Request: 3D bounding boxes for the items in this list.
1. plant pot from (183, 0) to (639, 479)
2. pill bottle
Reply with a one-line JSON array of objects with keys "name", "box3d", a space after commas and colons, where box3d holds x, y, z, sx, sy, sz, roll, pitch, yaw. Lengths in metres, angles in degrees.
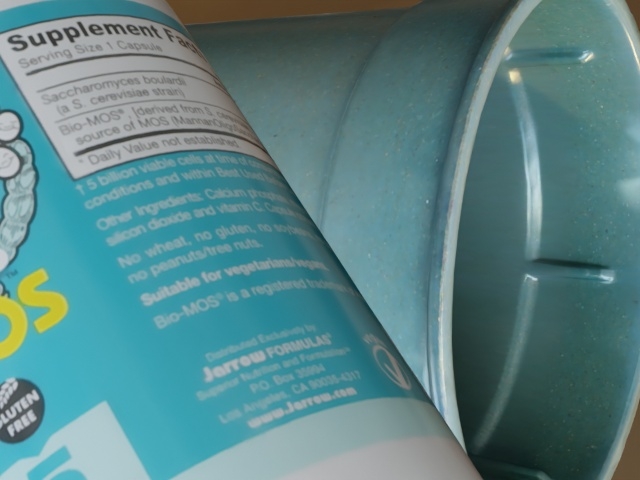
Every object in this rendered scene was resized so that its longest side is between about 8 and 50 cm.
[{"name": "plant pot", "box3d": [0.000, 0.000, 1.113, 0.334, 0.341, 0.341, 5, -152, 29]}, {"name": "pill bottle", "box3d": [-0.073, 0.019, 0.509, 0.146, 0.264, 0.146, -27, 155, -14]}]
